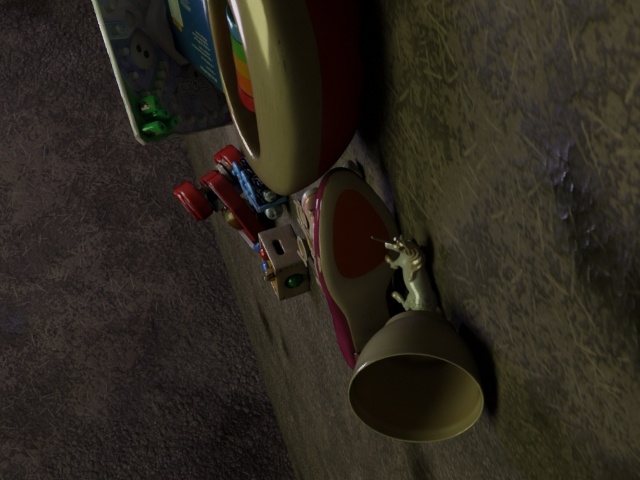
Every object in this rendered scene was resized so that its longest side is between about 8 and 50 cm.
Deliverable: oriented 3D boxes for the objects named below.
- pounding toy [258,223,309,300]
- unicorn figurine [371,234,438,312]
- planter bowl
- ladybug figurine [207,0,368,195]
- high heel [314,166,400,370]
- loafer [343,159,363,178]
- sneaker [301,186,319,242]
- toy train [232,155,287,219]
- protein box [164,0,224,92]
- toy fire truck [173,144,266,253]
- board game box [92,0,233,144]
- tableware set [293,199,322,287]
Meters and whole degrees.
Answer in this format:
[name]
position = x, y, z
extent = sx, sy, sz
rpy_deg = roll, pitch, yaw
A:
[pounding toy]
position = -0.085, 0.055, 2.206
extent = 0.130, 0.100, 0.141
rpy_deg = 85, 163, -50
[unicorn figurine]
position = 0.115, 0.041, 1.358
extent = 0.161, 0.060, 0.111
rpy_deg = 58, 171, -12
[planter bowl]
position = 0.120, 0.155, 1.292
extent = 0.109, 0.162, 0.162
rpy_deg = -79, -14, -48
[ladybug figurine]
position = -0.039, -0.253, 1.352
extent = 0.449, 0.162, 0.305
rpy_deg = 87, 162, -54
[high heel]
position = 0.041, 0.049, 1.521
extent = 0.181, 0.127, 0.377
rpy_deg = -135, 29, -60
[loafer]
position = 0.047, -0.061, 1.561
extent = 0.039, 0.045, 0.125
rpy_deg = -94, 3, -54
[sneaker]
position = 0.006, -0.027, 1.775
extent = 0.134, 0.051, 0.070
rpy_deg = 81, 165, -50
[toy train]
position = -0.124, -0.113, 2.211
extent = 0.184, 0.080, 0.105
rpy_deg = 53, 167, 53
[protein box]
position = -0.158, -0.384, 1.707
extent = 0.200, 0.136, 0.201
rpy_deg = 44, 152, 46
[toy fire truck]
position = -0.202, -0.076, 2.503
extent = 0.254, 0.169, 0.302
rpy_deg = 49, 172, -8
[board game box]
position = -0.254, -0.388, 1.887
extent = 0.390, 0.050, 0.389
rpy_deg = -26, -79, -61
[tableware set]
position = -0.023, 0.010, 2.045
extent = 0.141, 0.020, 0.168
rpy_deg = -121, 17, -50
